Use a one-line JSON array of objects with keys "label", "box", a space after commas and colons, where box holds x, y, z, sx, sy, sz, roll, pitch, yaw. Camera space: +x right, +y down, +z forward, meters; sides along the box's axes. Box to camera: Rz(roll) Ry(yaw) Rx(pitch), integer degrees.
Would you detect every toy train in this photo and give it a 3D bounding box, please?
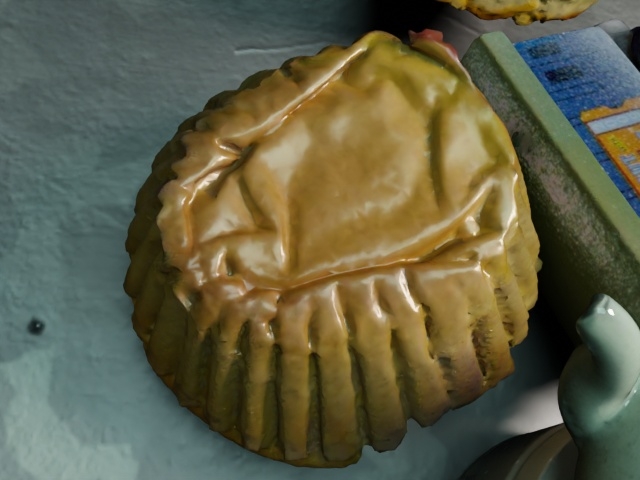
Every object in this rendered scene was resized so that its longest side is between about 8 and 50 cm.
[{"label": "toy train", "box": [0.232, -0.036, 0.565, 0.202, 0.131, 0.300, -15, 59, -19]}]

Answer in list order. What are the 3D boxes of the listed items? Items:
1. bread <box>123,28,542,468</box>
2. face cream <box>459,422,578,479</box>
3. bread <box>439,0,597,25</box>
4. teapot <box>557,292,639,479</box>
[{"label": "bread", "box": [0.000, 0.000, 0.497, 0.274, 0.149, 0.274, -3, 71, 8]}, {"label": "face cream", "box": [0.175, 0.199, 0.490, 0.177, 0.153, 0.177, 3, 70, -9]}, {"label": "bread", "box": [0.132, -0.301, 0.601, 0.184, 0.114, 0.275, 8, 65, -11]}, {"label": "teapot", "box": [0.219, 0.131, 0.370, 0.294, 0.129, 0.193, 36, 70, 4]}]
